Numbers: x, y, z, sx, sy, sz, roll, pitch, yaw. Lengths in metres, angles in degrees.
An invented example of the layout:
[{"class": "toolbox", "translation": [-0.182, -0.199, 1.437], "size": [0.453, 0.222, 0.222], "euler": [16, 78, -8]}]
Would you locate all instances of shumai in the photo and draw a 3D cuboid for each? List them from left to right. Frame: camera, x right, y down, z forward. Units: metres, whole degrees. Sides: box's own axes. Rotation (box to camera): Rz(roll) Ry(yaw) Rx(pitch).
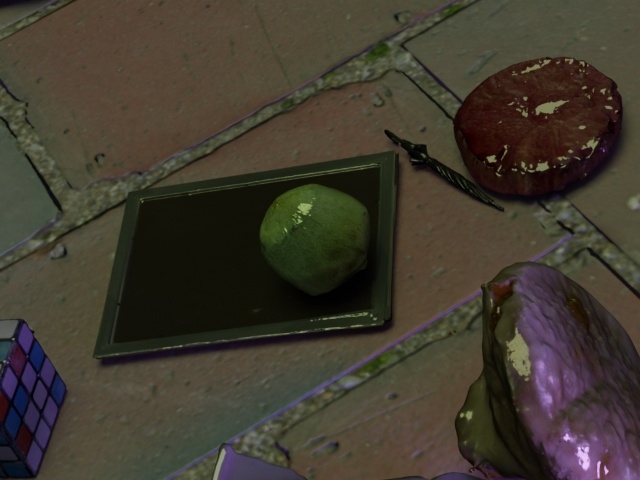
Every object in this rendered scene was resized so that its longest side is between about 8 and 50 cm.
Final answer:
[{"class": "shumai", "translation": [0.148, 0.113, 1.075], "size": [0.120, 0.201, 0.201], "euler": [-34, 37, 27]}]

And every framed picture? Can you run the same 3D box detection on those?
[{"class": "framed picture", "translation": [-0.058, 0.013, 1.346], "size": [0.252, 0.014, 0.197], "euler": [-8, 45, 13]}]

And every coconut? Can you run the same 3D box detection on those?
[{"class": "coconut", "translation": [0.000, 0.000, 1.267], "size": [0.088, 0.096, 0.087], "euler": [-45, 30, 35]}]

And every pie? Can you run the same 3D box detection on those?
[{"class": "pie", "translation": [0.183, -0.098, 1.346], "size": [0.155, 0.036, 0.154], "euler": [-11, 45, 11]}]

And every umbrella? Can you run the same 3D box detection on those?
[{"class": "umbrella", "translation": [0.101, -0.062, 1.353], "size": [0.022, 0.022, 0.149], "euler": [-48, 48, -7]}]

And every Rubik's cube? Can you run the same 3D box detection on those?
[{"class": "Rubik's cube", "translation": [-0.269, 0.125, 1.259], "size": [0.092, 0.092, 0.092], "euler": [-3, 47, 18]}]

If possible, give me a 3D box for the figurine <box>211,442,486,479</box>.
[{"class": "figurine", "translation": [0.054, 0.231, 0.945], "size": [0.285, 0.167, 0.342], "euler": [13, 43, -2]}]
